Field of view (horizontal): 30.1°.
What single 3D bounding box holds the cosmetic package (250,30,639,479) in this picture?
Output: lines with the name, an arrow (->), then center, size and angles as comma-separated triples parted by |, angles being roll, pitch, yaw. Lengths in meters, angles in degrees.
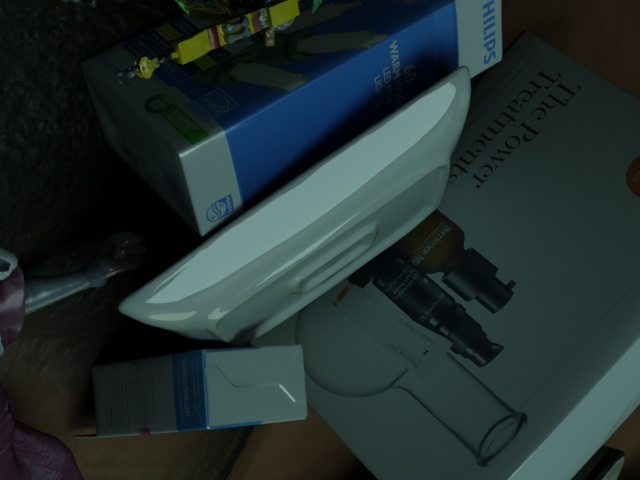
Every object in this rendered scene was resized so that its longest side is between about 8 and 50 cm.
cosmetic package -> 0.156, 0.039, 1.004 | 0.377, 0.284, 0.097 | -48, 143, -1

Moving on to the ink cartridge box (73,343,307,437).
ink cartridge box -> -0.110, 0.122, 0.955 | 0.104, 0.181, 0.062 | 3, 79, -45

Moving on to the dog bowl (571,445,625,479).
dog bowl -> 0.175, 0.375, 1.348 | 0.408, 0.150, 0.408 | -46, 156, -28

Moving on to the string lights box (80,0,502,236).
string lights box -> -0.015, -0.123, 0.817 | 0.259, 0.133, 0.077 | -32, 139, -20

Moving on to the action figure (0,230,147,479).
action figure -> -0.263, 0.126, 0.813 | 0.275, 0.248, 0.370 | 0, 120, 8

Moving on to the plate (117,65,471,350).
plate -> 0.000, 0.000, 0.888 | 0.277, 0.045, 0.278 | -36, 171, -3

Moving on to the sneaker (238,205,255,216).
sneaker -> -0.022, -0.034, 0.941 | 0.170, 0.071, 0.068 | -5, 126, -43

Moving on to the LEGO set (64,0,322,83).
LEGO set -> -0.095, -0.201, 0.581 | 0.331, 0.192, 0.255 | 1, 103, -39
